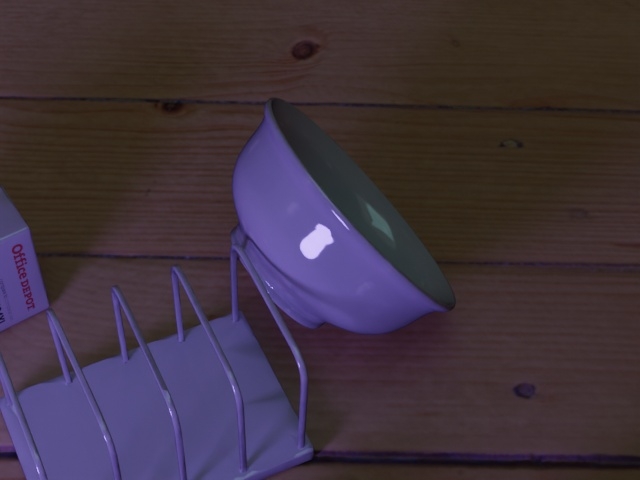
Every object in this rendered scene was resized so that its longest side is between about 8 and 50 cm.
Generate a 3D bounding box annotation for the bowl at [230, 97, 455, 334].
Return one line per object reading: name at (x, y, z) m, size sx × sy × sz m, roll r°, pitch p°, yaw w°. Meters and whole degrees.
bowl at (0.000, 0.000, 1.353) m, size 0.134 × 0.298 × 0.298 m, roll -42°, pitch 58°, yaw 11°

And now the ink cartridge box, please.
ink cartridge box at (-0.403, 0.047, 1.342) m, size 0.203 × 0.148 × 0.086 m, roll -28°, pitch 57°, yaw -21°

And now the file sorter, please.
file sorter at (-0.171, 0.150, 1.259) m, size 0.278 × 0.173 × 0.192 m, roll -20°, pitch 55°, yaw -16°
